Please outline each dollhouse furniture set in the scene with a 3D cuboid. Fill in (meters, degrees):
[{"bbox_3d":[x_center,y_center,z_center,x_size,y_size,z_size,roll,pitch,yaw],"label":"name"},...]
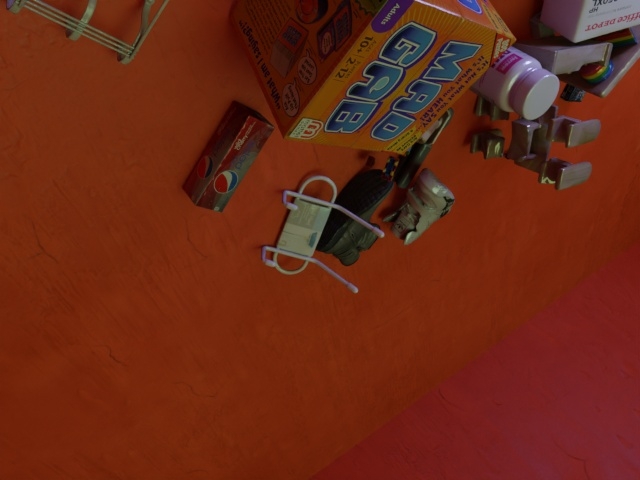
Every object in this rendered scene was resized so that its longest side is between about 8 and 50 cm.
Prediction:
[{"bbox_3d":[0.707,-0.413,1.866,0.256,0.362,0.394,-17,123,-29],"label":"dollhouse furniture set"}]

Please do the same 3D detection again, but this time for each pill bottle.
[{"bbox_3d":[0.526,-0.468,1.717,0.160,0.283,0.160,-23,138,-23],"label":"pill bottle"}]

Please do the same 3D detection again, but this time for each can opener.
[{"bbox_3d":[0.325,-0.291,1.881,0.095,0.076,0.283,6,123,-43],"label":"can opener"}]

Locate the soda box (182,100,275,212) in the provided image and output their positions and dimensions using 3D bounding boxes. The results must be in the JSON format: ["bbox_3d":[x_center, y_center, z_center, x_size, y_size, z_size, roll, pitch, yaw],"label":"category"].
[{"bbox_3d":[-0.229,-0.202,1.480,0.092,0.083,0.263,17,113,-48],"label":"soda box"}]

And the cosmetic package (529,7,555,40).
[{"bbox_3d":[0.695,-0.659,1.879,0.060,0.041,0.115,-41,142,-2],"label":"cosmetic package"}]

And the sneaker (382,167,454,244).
[{"bbox_3d":[0.313,-0.097,1.944,0.210,0.137,0.366,-42,165,3],"label":"sneaker"}]

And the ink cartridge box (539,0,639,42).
[{"bbox_3d":[0.811,-0.788,1.663,0.285,0.166,0.395,-18,138,-14],"label":"ink cartridge box"}]

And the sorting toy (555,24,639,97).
[{"bbox_3d":[0.885,-0.619,1.923,0.089,0.255,0.257,29,105,-34],"label":"sorting toy"}]

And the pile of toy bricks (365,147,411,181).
[{"bbox_3d":[0.215,-0.287,1.788,0.212,0.118,0.105,-68,166,6],"label":"pile of toy bricks"}]

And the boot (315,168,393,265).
[{"bbox_3d":[0.132,-0.071,1.910,0.338,0.118,0.222,-42,146,18],"label":"boot"}]

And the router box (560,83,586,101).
[{"bbox_3d":[0.935,-0.564,2.178,0.092,0.038,0.122,-6,130,-36],"label":"router box"}]

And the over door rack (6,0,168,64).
[{"bbox_3d":[-0.363,-0.485,1.057,0.324,0.108,0.239,-38,147,29],"label":"over door rack"}]

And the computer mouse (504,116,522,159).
[{"bbox_3d":[0.733,-0.383,2.170,0.106,0.042,0.193,-18,136,-26],"label":"computer mouse"}]

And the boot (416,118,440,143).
[{"bbox_3d":[0.233,-0.406,1.679,0.207,0.248,0.090,-65,-169,-18],"label":"boot"}]

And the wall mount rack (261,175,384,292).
[{"bbox_3d":[0.000,0.000,1.759,0.304,0.130,0.350,16,119,-13],"label":"wall mount rack"}]

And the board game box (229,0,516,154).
[{"bbox_3d":[0.091,-0.438,1.232,0.356,0.357,0.356,-1,147,-41],"label":"board game box"}]
